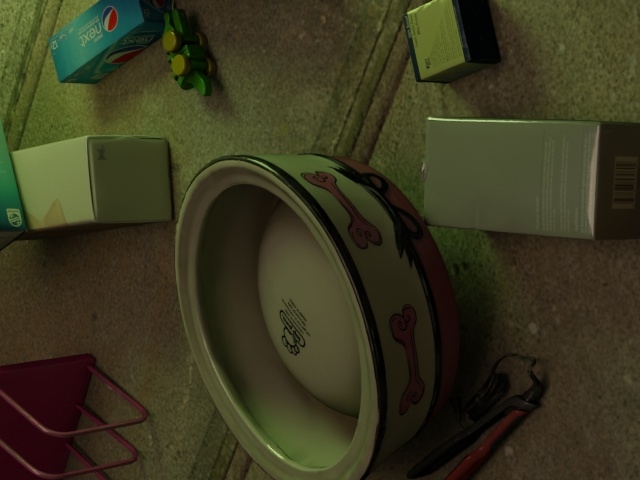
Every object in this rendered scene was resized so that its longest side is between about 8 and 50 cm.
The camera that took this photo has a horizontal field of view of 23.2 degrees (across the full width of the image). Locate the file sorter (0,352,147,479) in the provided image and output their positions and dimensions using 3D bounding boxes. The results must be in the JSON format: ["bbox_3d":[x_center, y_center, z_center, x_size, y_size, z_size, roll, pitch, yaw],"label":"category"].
[{"bbox_3d":[-0.391,0.340,2.230,0.182,0.202,0.290,33,114,36],"label":"file sorter"}]

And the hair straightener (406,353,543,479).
[{"bbox_3d":[0.170,0.203,1.770,0.230,0.047,0.089,-53,57,32],"label":"hair straightener"}]

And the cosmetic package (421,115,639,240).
[{"bbox_3d":[0.227,-0.069,1.667,0.238,0.107,0.127,9,99,47],"label":"cosmetic package"}]

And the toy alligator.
[{"bbox_3d":[-0.191,-0.267,2.102,0.051,0.056,0.189,-37,67,39],"label":"toy alligator"}]

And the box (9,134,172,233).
[{"bbox_3d":[-0.364,-0.072,2.222,0.311,0.148,0.121,-7,87,46],"label":"box"}]

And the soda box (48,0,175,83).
[{"bbox_3d":[-0.293,-0.293,2.194,0.210,0.067,0.071,-27,73,42],"label":"soda box"}]

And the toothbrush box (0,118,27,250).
[{"bbox_3d":[-0.552,-0.105,2.218,0.216,0.126,0.295,-32,68,41],"label":"toothbrush box"}]

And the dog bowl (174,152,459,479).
[{"bbox_3d":[-0.002,0.082,1.802,0.408,0.150,0.407,31,130,45],"label":"dog bowl"}]

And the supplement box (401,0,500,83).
[{"bbox_3d":[0.148,-0.229,1.767,0.083,0.056,0.083,-20,78,43],"label":"supplement box"}]
